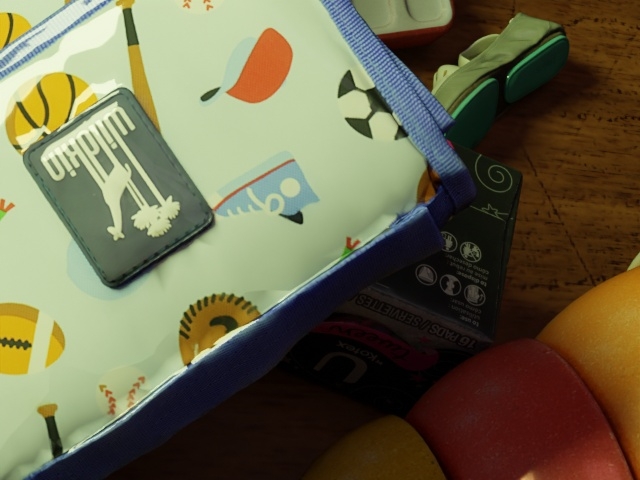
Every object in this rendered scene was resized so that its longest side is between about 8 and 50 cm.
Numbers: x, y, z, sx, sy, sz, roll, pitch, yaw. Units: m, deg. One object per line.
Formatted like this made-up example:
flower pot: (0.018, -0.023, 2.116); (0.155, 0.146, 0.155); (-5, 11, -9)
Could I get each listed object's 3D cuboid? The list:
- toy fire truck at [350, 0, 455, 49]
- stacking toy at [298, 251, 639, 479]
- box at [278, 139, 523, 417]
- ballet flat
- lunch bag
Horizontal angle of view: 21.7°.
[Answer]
toy fire truck: (-0.040, -0.267, 1.379); (0.302, 0.169, 0.254); (-12, 84, -31)
stacking toy: (0.089, 0.203, 1.085); (0.480, 0.350, 0.350); (-11, 64, -12)
box: (0.000, 0.000, 1.225); (0.247, 0.142, 0.163); (22, 53, -10)
ballet flat: (0.135, -0.133, 1.438); (0.068, 0.072, 0.213); (27, 45, 27)
lunch bag: (-0.134, -0.049, 0.977); (0.328, 0.239, 0.385); (-35, 47, -5)
